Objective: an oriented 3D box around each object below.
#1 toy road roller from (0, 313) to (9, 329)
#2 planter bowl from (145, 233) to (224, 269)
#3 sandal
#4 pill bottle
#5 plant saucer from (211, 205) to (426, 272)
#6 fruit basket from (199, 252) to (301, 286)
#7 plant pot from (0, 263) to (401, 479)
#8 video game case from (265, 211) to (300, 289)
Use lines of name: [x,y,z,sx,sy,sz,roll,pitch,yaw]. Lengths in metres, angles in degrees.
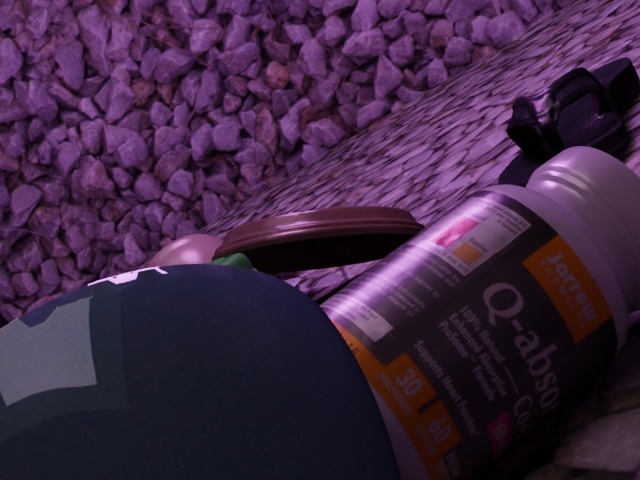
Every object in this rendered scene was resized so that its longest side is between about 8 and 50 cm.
toy road roller: [-0.486,0.225,1.570,0.240,0.202,0.329,-45,15,-20]
planter bowl: [-0.167,0.086,1.705,0.162,0.162,0.109,-34,36,-12]
sandal: [0.310,-0.167,1.532,0.167,0.107,0.446,-28,11,27]
pill bottle: [0.118,0.059,0.857,0.278,0.162,0.162,-36,10,-16]
plant saucer: [0.000,0.000,1.483,0.277,0.041,0.278,-6,-10,-1]
fruit basket: [-0.194,0.184,1.380,0.353,0.165,0.327,-54,18,-24]
plant pot: [-0.065,0.185,0.619,0.290,0.290,0.195,-33,45,-7]
video game case: [-0.083,0.054,1.642,0.143,0.019,0.157,-38,-33,-31]
